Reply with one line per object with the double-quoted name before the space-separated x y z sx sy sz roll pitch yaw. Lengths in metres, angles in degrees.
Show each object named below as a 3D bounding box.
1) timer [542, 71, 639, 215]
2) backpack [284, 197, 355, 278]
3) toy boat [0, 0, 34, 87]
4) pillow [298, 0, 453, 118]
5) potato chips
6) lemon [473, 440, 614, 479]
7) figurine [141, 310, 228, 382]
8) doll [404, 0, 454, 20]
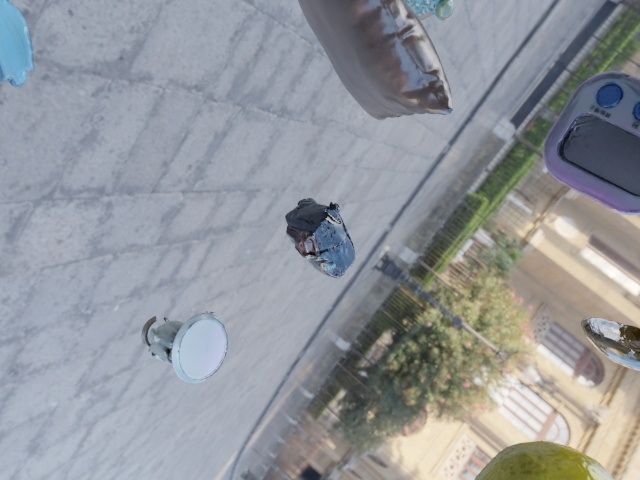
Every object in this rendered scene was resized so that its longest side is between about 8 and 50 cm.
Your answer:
"timer" 0.472 -0.151 0.890 0.069 0.208 0.190 -3 126 -54
"backpack" 0.003 0.002 1.146 0.106 0.165 0.120 -41 -149 -27
"toy boat" -0.662 -0.424 1.155 0.088 0.102 0.215 -47 157 -41
"pillow" 0.059 -0.310 0.831 0.108 0.305 0.308 -34 -165 -2
"potato chips" 0.455 0.156 0.822 0.202 0.150 0.049 5 100 -58
"lemon" 0.254 0.320 0.641 0.178 0.178 0.203 -47 153 -18
"figurine" -0.266 0.186 1.065 0.132 0.154 0.132 -10 103 -51
"doll" 0.206 -0.607 1.247 0.177 0.161 0.260 -10 162 11
